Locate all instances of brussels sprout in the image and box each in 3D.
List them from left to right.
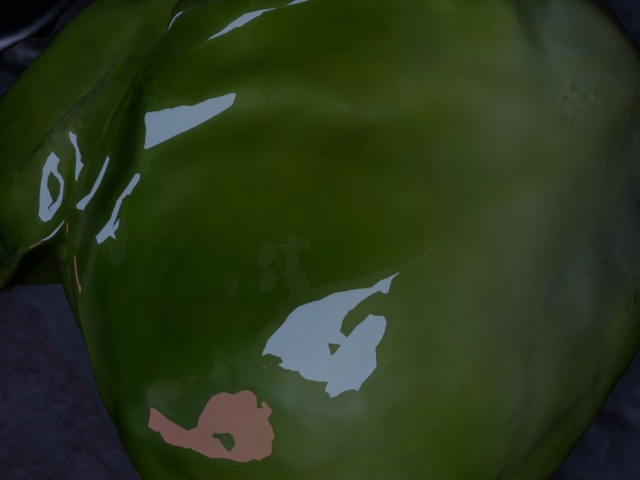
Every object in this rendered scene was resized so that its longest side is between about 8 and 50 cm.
[{"bbox_3d":[-0.001,-0.002,0.455,0.294,0.227,0.259,-23,88,15],"label":"brussels sprout"}]

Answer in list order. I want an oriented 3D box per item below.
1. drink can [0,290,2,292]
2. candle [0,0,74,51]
[{"bbox_3d":[-0.246,0.006,0.644,0.235,0.097,0.097,-23,91,26],"label":"drink can"},{"bbox_3d":[-0.218,-0.190,0.490,0.342,0.221,0.221,21,115,60],"label":"candle"}]
